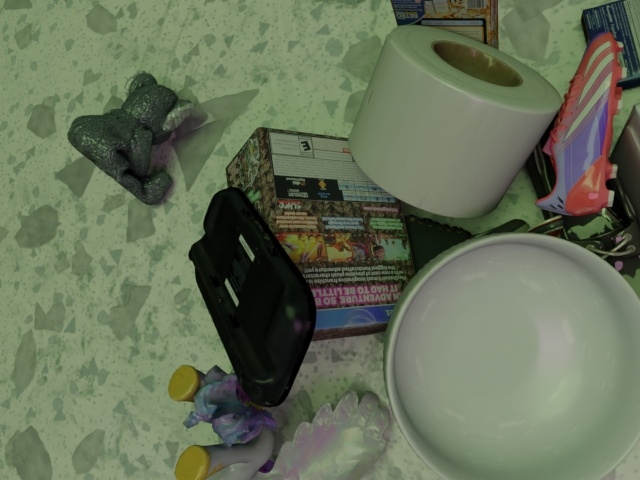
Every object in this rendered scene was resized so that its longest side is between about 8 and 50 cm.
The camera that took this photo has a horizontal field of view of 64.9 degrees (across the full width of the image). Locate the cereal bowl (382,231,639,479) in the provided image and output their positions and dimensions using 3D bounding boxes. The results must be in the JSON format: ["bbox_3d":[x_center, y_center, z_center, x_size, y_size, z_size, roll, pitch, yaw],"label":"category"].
[{"bbox_3d":[0.245,0.156,0.675,0.338,0.141,0.339,0,92,0],"label":"cereal bowl"}]

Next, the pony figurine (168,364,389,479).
[{"bbox_3d":[-0.113,0.309,0.741,0.302,0.363,0.351,25,74,32],"label":"pony figurine"}]

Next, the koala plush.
[{"bbox_3d":[-0.363,-0.226,1.009,0.196,0.203,0.221,37,83,23],"label":"koala plush"}]

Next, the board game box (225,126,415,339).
[{"bbox_3d":[0.000,0.000,0.767,0.141,0.232,0.291,-32,63,56],"label":"board game box"}]

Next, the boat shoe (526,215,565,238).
[{"bbox_3d":[0.314,0.006,0.710,0.049,0.137,0.043,-14,68,0],"label":"boat shoe"}]

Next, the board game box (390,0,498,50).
[{"bbox_3d":[0.199,-0.329,0.787,0.146,0.193,0.045,12,75,23],"label":"board game box"}]

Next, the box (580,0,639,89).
[{"bbox_3d":[0.521,-0.309,0.741,0.225,0.036,0.137,-10,76,21],"label":"box"}]

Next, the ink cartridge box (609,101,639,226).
[{"bbox_3d":[0.537,-0.093,0.604,0.270,0.197,0.198,-19,74,17],"label":"ink cartridge box"}]

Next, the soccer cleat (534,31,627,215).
[{"bbox_3d":[0.342,-0.155,0.663,0.095,0.083,0.248,4,84,27],"label":"soccer cleat"}]

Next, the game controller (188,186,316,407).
[{"bbox_3d":[-0.099,0.057,0.663,0.166,0.067,0.319,-61,39,18],"label":"game controller"}]

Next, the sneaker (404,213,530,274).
[{"bbox_3d":[0.201,-0.008,0.785,0.222,0.083,0.118,-26,71,16],"label":"sneaker"}]

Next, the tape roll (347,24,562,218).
[{"bbox_3d":[0.181,-0.172,0.711,0.246,0.246,0.169,42,133,23],"label":"tape roll"}]

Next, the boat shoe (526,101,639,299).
[{"bbox_3d":[0.373,-0.047,0.716,0.112,0.095,0.335,-22,72,17],"label":"boat shoe"}]
